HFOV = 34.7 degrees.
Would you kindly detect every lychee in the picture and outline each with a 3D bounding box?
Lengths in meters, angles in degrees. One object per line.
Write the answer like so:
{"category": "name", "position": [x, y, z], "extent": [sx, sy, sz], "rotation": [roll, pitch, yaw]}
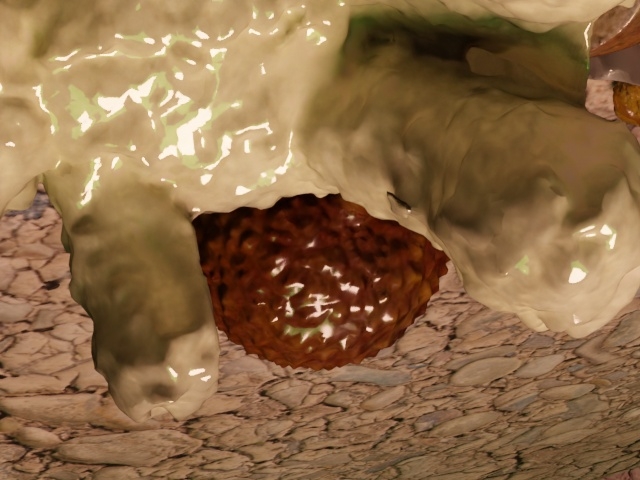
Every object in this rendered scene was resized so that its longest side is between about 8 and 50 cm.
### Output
{"category": "lychee", "position": [0.000, 0.000, 0.719], "extent": [0.200, 0.200, 0.238], "rotation": [-2, 164, -21]}

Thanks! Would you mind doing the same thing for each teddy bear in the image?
{"category": "teddy bear", "position": [-0.118, -0.061, 0.417], "extent": [0.362, 0.375, 0.327], "rotation": [-17, 117, -33]}

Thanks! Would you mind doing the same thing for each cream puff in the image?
{"category": "cream puff", "position": [0.262, -0.111, 0.761], "extent": [0.083, 0.058, 0.083], "rotation": [7, 144, -33]}

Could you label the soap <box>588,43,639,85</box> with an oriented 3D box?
{"category": "soap", "position": [0.311, -0.086, 0.581], "extent": [0.159, 0.302, 0.258], "rotation": [-8, 154, -28]}

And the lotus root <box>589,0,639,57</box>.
{"category": "lotus root", "position": [0.154, -0.156, 0.561], "extent": [0.081, 0.112, 0.122], "rotation": [3, 149, -44]}
